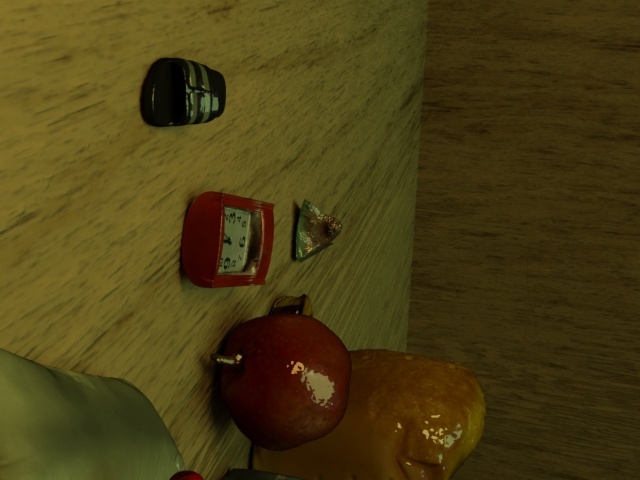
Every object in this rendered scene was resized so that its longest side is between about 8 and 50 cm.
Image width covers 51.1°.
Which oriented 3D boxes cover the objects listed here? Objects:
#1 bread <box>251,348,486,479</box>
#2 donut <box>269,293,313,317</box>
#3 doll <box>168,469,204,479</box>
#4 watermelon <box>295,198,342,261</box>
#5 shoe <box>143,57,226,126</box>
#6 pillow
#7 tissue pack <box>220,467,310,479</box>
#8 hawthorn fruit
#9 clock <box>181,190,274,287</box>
[{"bbox_3d":[0.094,0.318,1.196,0.361,0.394,0.250,-44,123,-63],"label":"bread"},{"bbox_3d":[-0.053,0.156,1.140,0.140,0.059,0.141,6,90,-76],"label":"donut"},{"bbox_3d":[-0.091,0.314,0.509,0.310,0.284,0.240,84,20,-51],"label":"doll"},{"bbox_3d":[-0.009,-0.002,1.235,0.155,0.080,0.101,103,5,-82],"label":"watermelon"},{"bbox_3d":[-0.129,-0.160,0.727,0.179,0.049,0.071,-36,130,-70],"label":"shoe"},{"bbox_3d":[-0.192,0.148,0.516,0.144,0.078,0.254,58,2,22],"label":"pillow"},{"bbox_3d":[-0.064,0.415,0.830,0.361,0.259,0.122,-12,112,-76],"label":"tissue pack"},{"bbox_3d":[-0.067,0.185,0.925,0.225,0.196,0.197,32,63,-47],"label":"hawthorn fruit"},{"bbox_3d":[-0.115,0.000,0.838,0.155,0.061,0.113,8,89,-72],"label":"clock"}]
